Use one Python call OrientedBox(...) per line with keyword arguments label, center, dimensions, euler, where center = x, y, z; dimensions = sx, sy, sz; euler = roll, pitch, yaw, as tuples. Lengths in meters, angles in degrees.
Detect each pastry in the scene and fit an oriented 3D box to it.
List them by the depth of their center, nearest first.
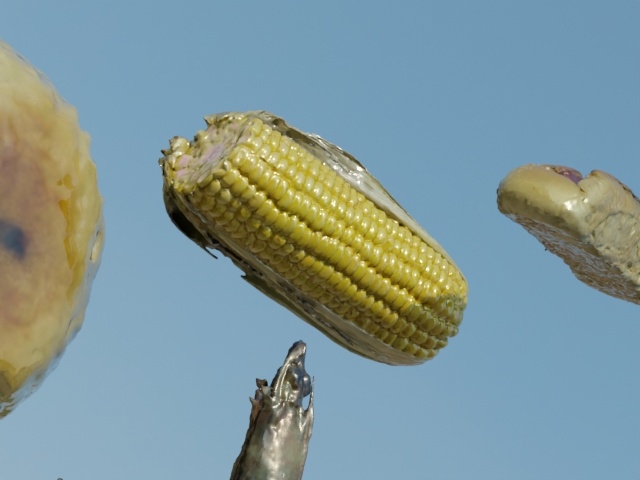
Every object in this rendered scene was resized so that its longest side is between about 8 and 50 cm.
OrientedBox(label="pastry", center=(-0.370, -0.017, 1.392), dimensions=(0.312, 0.388, 0.389), euler=(-2, -56, 49))

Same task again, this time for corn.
OrientedBox(label="corn", center=(-0.002, 0.000, 1.514), dimensions=(0.305, 0.122, 0.123), euler=(39, -57, -24))

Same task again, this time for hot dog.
OrientedBox(label="hot dog", center=(0.227, -0.013, 1.447), dimensions=(0.084, 0.073, 0.242), euler=(14, -12, 36))

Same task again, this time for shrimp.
OrientedBox(label="shrimp", center=(-0.082, 0.141, 1.025), dimensions=(0.147, 0.195, 0.035), euler=(9, -19, 19))
